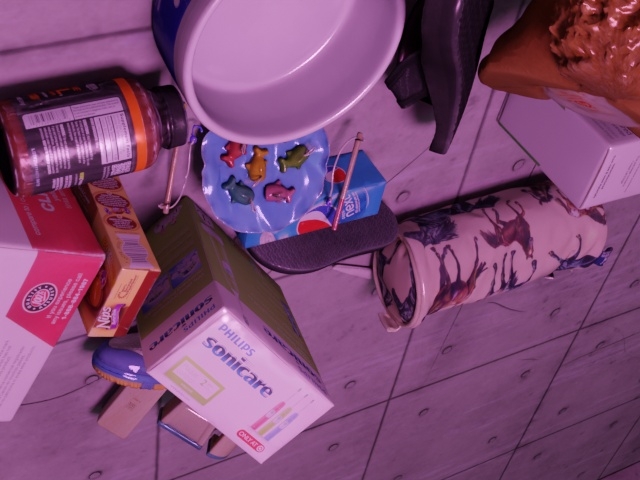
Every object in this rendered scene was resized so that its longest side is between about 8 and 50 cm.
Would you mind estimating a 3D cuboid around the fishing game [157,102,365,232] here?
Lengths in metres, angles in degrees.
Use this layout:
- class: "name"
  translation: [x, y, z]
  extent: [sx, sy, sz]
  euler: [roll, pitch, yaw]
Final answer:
- class: "fishing game"
  translation: [-0.062, -0.096, 1.234]
  extent: [0.264, 0.041, 0.189]
  euler: [10, 101, -32]

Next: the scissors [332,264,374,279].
- class: "scissors"
  translation: [0.123, 0.070, 1.662]
  extent: [0.297, 0.021, 0.109]
  euler: [-5, 138, -37]

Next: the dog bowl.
- class: "dog bowl"
  translation: [-0.045, -0.238, 1.080]
  extent: [0.265, 0.104, 0.265]
  euler: [-22, 144, -17]

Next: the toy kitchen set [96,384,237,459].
- class: "toy kitchen set"
  translation: [-0.224, 0.258, 1.577]
  extent: [0.207, 0.166, 0.122]
  euler: [36, 110, -15]

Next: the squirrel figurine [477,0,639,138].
- class: "squirrel figurine"
  translation: [0.363, -0.327, 1.082]
  extent: [0.397, 0.281, 0.370]
  euler: [17, 95, -77]

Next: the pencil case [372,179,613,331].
- class: "pencil case"
  translation: [0.274, 0.020, 1.598]
  extent: [0.410, 0.160, 0.183]
  euler: [-16, 117, -25]

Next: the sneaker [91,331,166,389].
- class: "sneaker"
  translation: [-0.189, 0.131, 1.437]
  extent: [0.296, 0.112, 0.131]
  euler: [-4, 119, -38]

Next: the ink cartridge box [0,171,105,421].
- class: "ink cartridge box"
  translation: [-0.471, 0.048, 1.033]
  extent: [0.385, 0.160, 0.279]
  euler: [8, 127, -44]

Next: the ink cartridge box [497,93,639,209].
- class: "ink cartridge box"
  translation: [0.445, -0.180, 1.455]
  extent: [0.289, 0.211, 0.121]
  euler: [-14, 140, -27]

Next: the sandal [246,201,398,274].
- class: "sandal"
  translation: [0.001, 0.001, 1.426]
  extent: [0.254, 0.097, 0.054]
  euler: [-5, 163, -34]

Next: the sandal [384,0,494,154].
- class: "sandal"
  translation: [0.137, -0.242, 1.184]
  extent: [0.446, 0.107, 0.167]
  euler: [70, 40, -72]

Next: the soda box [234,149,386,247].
- class: "soda box"
  translation: [-0.020, -0.058, 1.347]
  extent: [0.210, 0.071, 0.067]
  euler: [-15, 141, -25]

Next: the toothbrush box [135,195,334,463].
- class: "toothbrush box"
  translation: [-0.122, 0.103, 1.227]
  extent: [0.122, 0.283, 0.206]
  euler: [-40, 122, 5]

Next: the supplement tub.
- class: "supplement tub"
  translation: [-0.246, -0.116, 1.065]
  extent: [0.198, 0.106, 0.106]
  euler: [-16, 142, -25]

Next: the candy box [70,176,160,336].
- class: "candy box"
  translation: [-0.252, 0.006, 1.135]
  extent: [0.053, 0.186, 0.109]
  euler: [4, 131, -39]
